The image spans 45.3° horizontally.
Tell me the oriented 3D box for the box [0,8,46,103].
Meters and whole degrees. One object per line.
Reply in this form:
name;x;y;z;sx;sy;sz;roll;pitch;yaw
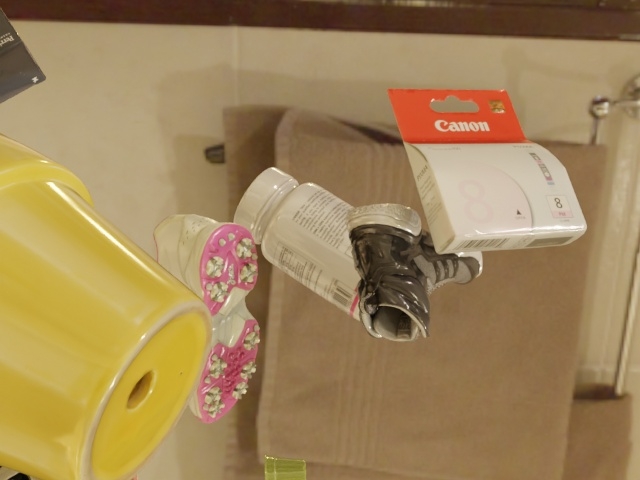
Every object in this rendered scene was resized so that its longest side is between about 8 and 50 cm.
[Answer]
box;-0.498;-0.262;1.065;0.158;0.156;0.093;52;-13;19

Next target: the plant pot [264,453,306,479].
plant pot;-0.067;0.459;1.506;0.083;0.079;0.083;177;-90;-90

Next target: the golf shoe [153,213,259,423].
golf shoe;-0.159;0.101;1.029;0.115;0.140;0.306;-25;129;-47

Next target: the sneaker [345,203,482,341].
sneaker;0.121;0.056;0.974;0.268;0.101;0.153;22;66;-49

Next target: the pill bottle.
pill bottle;0.000;0.000;1.331;0.160;0.283;0.160;-52;166;-19

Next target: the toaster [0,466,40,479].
toaster;-0.294;0.253;0.680;0.129;0.227;0.146;48;-23;28

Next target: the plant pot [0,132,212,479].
plant pot;-0.226;0.068;0.601;0.254;0.239;0.254;-56;162;-29

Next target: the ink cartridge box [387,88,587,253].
ink cartridge box;0.198;-0.100;0.927;0.066;0.189;0.233;132;-50;-60

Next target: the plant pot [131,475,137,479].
plant pot;-0.421;0.322;0.966;0.265;0.272;0.273;-25;119;-63
